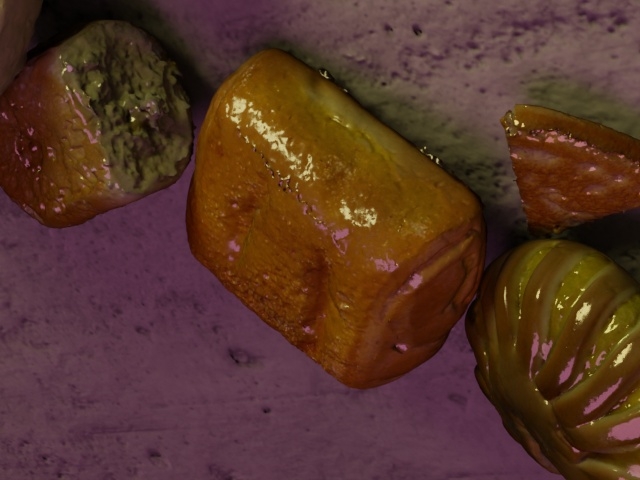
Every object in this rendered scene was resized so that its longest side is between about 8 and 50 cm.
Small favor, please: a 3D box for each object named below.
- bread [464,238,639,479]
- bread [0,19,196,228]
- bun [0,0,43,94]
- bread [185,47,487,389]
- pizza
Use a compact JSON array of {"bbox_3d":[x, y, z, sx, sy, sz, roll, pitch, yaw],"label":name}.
[{"bbox_3d":[0.267,0.144,1.791,0.333,0.160,0.333,50,163,22],"label":"bread"},{"bbox_3d":[-0.235,-0.130,1.877,0.246,0.176,0.195,-15,108,49],"label":"bread"},{"bbox_3d":[-0.413,-0.252,1.791,0.361,0.213,0.361,20,114,52],"label":"bun"},{"bbox_3d":[-0.005,0.004,1.855,0.337,0.148,0.328,41,144,13],"label":"bread"},{"bbox_3d":[0.248,-0.064,1.745,0.188,0.062,0.199,24,150,-5],"label":"pizza"}]
